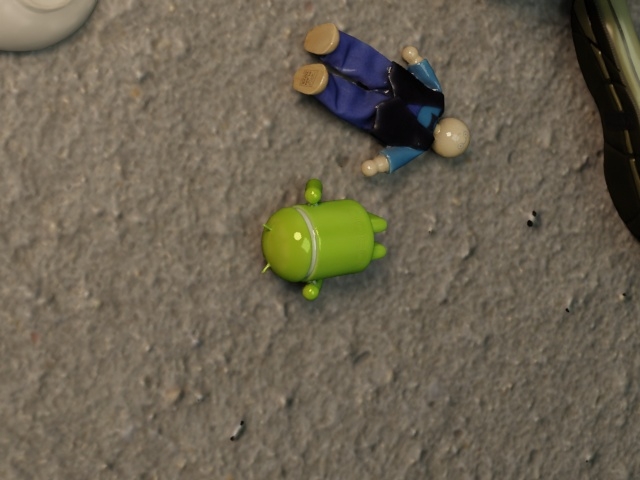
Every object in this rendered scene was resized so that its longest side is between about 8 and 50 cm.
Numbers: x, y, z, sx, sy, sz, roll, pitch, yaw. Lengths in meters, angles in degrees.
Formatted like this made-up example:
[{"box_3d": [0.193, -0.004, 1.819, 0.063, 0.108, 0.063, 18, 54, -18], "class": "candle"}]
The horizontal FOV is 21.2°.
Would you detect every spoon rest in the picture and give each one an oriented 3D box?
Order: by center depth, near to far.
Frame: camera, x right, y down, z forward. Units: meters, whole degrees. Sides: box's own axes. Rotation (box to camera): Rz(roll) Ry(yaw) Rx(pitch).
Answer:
[{"box_3d": [-0.281, -0.196, 1.295, 0.276, 0.084, 0.137, -24, 110, -39], "class": "spoon rest"}]

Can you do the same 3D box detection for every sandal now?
[{"box_3d": [0.320, -0.107, 1.617, 0.086, 0.120, 0.303, -22, 107, -14], "class": "sandal"}]

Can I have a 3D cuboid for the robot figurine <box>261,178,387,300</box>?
[{"box_3d": [0.000, 0.000, 1.482, 0.115, 0.067, 0.101, -8, 110, -29], "class": "robot figurine"}]

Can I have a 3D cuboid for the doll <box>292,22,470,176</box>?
[{"box_3d": [0.059, -0.118, 1.511, 0.189, 0.046, 0.129, 25, 75, -37], "class": "doll"}]
